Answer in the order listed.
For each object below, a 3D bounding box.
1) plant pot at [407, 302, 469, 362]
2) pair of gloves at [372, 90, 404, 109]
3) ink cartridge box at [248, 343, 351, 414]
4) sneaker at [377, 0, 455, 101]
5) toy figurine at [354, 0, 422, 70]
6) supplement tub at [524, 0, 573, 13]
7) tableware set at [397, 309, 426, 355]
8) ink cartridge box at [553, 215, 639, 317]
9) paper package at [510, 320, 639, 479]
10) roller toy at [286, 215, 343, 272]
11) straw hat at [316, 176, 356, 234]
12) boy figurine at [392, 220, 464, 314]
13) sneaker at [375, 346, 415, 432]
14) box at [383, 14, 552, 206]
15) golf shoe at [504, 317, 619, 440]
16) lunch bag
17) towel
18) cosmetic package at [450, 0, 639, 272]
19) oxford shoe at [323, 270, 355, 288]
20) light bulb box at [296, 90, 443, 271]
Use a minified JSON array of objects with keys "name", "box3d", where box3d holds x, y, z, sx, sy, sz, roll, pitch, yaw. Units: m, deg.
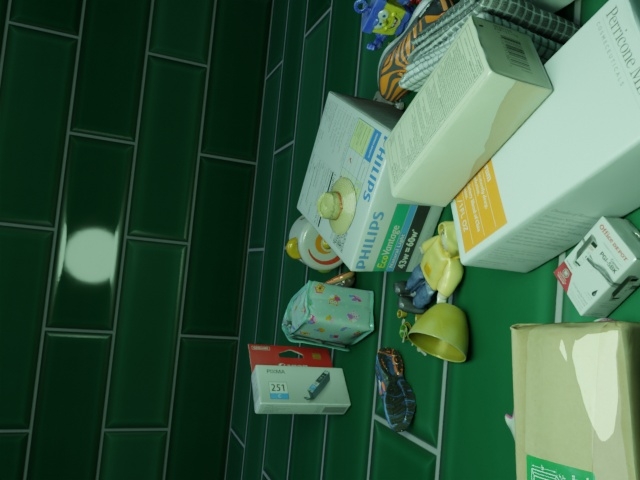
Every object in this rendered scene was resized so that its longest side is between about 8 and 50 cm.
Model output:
[{"name":"plant pot","box3d":[0.272,0.194,1.231,0.095,0.134,0.134,-62,14,-21]},{"name":"pair of gloves","box3d":[0.177,-0.332,1.728,0.204,0.042,0.240,-120,47,-65]},{"name":"ink cartridge box","box3d":[-0.073,0.425,1.785,0.261,0.296,0.066,-106,31,-45]},{"name":"sneaker","box3d":[0.253,-0.465,1.457,0.321,0.125,0.180,119,151,-44]},{"name":"toy figurine","box3d":[0.180,-0.623,1.568,0.362,0.217,0.191,125,145,-50]},{"name":"supplement tub","box3d":[0.378,-0.599,1.032,0.228,0.228,0.316,144,129,-62]},{"name":"tableware set","box3d":[0.237,0.221,1.429,0.154,0.024,0.104,-141,61,-66]},{"name":"ink cartridge box","box3d":[0.450,0.043,0.887,0.099,0.056,0.135,-104,29,-45]},{"name":"paper package","box3d":[0.387,0.255,0.634,0.168,0.309,0.324,156,118,-66]},{"name":"roller toy","box3d":[0.000,0.000,1.867,0.191,0.209,0.146,-62,23,-2]},{"name":"straw hat","box3d":[0.025,-0.085,1.364,0.144,0.061,0.144,-6,83,63]},{"name":"boy figurine","box3d":[0.271,0.064,1.301,0.285,0.092,0.177,116,155,-47]},{"name":"sneaker","box3d":[0.189,0.391,1.449,0.087,0.083,0.221,101,169,-49]},{"name":"box","box3d":[0.238,-0.210,0.980,0.311,0.121,0.148,125,148,-51]},{"name":"golf shoe","box3d":[0.388,0.241,0.917,0.140,0.115,0.306,-116,39,-60]},{"name":"lunch bag","box3d":[0.016,0.244,1.714,0.262,0.223,0.160,128,150,-54]},{"name":"towel","box3d":[0.325,-0.365,1.095,0.284,0.235,0.121,169,110,-67]},{"name":"cosmetic package","box3d":[0.404,-0.141,0.919,0.453,0.161,0.230,130,142,-54]},{"name":"oxford shoe","box3d":[0.032,0.224,1.876,0.132,0.130,0.363,56,140,16]},{"name":"light bulb box","box3d":[0.139,-0.155,1.460,0.361,0.225,0.358,50,130,51]}]
